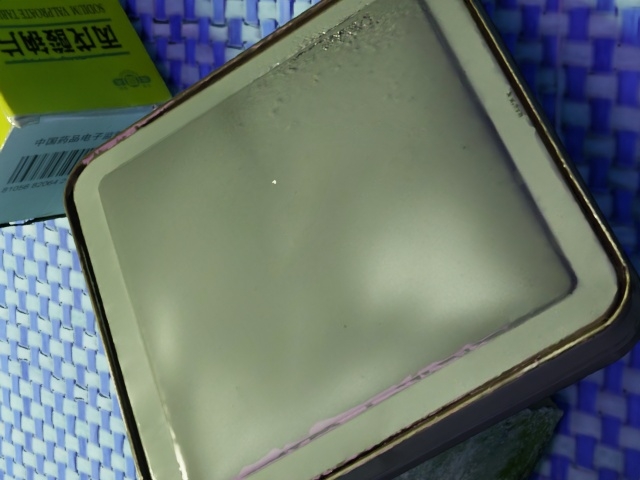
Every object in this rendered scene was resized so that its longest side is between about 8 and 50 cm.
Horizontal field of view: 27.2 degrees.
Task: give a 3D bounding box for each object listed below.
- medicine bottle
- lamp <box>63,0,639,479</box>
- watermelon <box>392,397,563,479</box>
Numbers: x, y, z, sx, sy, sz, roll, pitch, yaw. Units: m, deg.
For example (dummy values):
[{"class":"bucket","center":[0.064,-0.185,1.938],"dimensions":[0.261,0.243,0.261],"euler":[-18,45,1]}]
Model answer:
[{"class":"medicine bottle","center":[-0.233,-0.143,0.952],"dimensions":[0.141,0.137,0.250],"euler":[-48,65,39]},{"class":"lamp","center":[0.000,0.000,0.692],"dimensions":[0.266,0.047,0.269],"euler":[-30,54,11]},{"class":"watermelon","center":[-0.015,0.068,0.781],"dimensions":[0.256,0.193,0.140],"euler":[53,131,40]}]
